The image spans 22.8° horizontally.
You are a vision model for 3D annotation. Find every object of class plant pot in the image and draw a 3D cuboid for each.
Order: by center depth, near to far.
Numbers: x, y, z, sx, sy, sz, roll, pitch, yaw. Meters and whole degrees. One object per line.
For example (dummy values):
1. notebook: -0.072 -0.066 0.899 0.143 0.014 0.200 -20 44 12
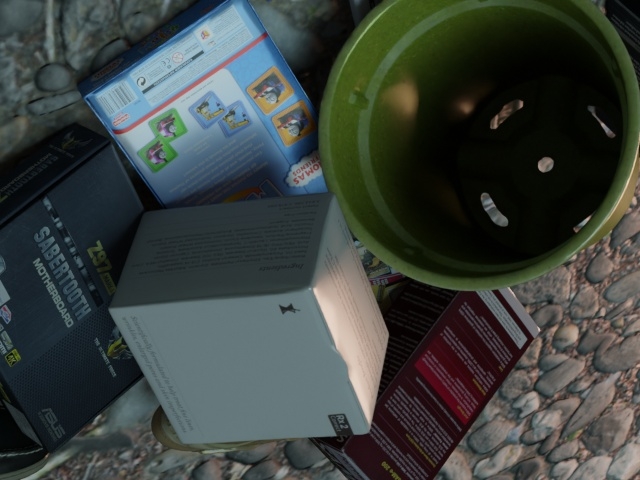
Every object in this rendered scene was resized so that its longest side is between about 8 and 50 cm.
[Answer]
1. plant pot: 0.172 -0.082 1.418 0.276 0.276 0.254 -47 160 11

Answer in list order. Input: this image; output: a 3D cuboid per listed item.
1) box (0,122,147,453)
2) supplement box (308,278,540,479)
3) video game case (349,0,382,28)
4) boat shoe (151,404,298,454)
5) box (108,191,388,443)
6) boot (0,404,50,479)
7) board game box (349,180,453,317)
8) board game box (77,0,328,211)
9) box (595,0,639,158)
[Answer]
1. box: -0.221 0.043 1.366 0.183 0.059 0.232 -41 134 -24
2. supplement box: 0.101 0.135 1.562 0.239 0.073 0.130 -52 130 -16
3. video game case: 0.110 -0.219 1.429 0.173 0.022 0.190 -28 143 -9
4. boat shoe: -0.017 0.139 1.618 0.341 0.121 0.110 -8 165 -38
5. box: -0.055 0.069 1.348 0.182 0.119 0.181 -6 132 19
6. boot: -0.329 0.125 1.392 0.236 0.085 0.178 8 122 -28
7. board game box: 0.000 0.000 1.523 0.243 0.042 0.165 5 112 -36
8. board game box: -0.085 -0.093 1.369 0.160 0.039 0.211 -35 121 -3
9. box: 0.371 -0.185 1.594 0.156 0.093 0.158 -21 136 -18
